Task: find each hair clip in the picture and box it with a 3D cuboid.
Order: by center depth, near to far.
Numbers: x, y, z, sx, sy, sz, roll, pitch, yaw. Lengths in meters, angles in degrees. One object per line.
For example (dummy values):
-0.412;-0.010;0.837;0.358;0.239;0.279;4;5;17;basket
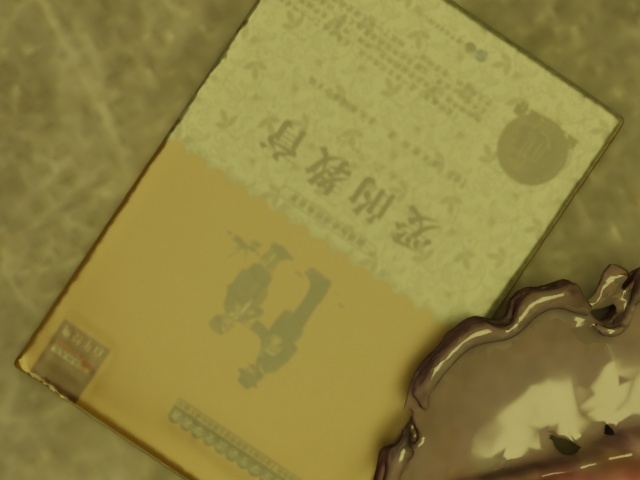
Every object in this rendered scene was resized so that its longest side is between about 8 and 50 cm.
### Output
0.163;0.082;0.525;0.300;0.069;0.173;-9;90;9;hair clip

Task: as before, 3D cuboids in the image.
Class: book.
0.000;0.000;0.550;0.118;0.012;0.172;34;91;-1;book
